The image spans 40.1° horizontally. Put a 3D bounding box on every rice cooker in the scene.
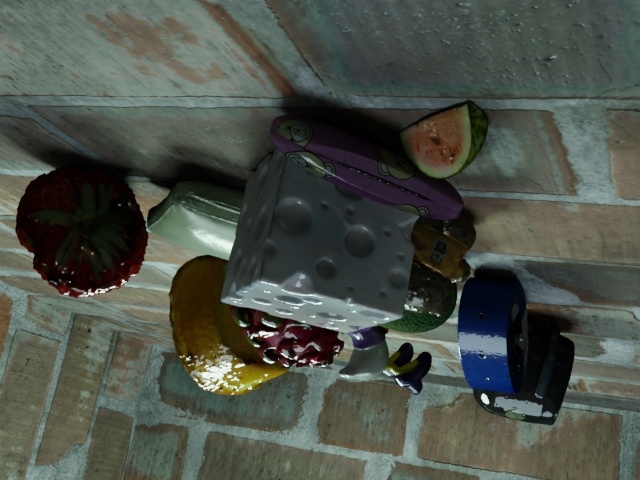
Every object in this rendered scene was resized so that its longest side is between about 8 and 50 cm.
[{"bbox_3d":[0.510,0.325,2.216,0.225,0.267,0.267,17,166,12],"label":"rice cooker"}]

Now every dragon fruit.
[{"bbox_3d":[-0.079,0.162,1.828,0.273,0.198,0.218,8,155,-8],"label":"dragon fruit"}]

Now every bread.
[{"bbox_3d":[-0.192,0.196,2.104,0.204,0.336,0.358,-11,162,36],"label":"bread"}]

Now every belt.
[{"bbox_3d":[0.387,0.210,1.959,0.117,0.212,0.347,3,148,22],"label":"belt"}]

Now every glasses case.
[{"bbox_3d":[0.071,-0.103,1.270,0.316,0.075,0.123,20,-166,-28],"label":"glasses case"}]

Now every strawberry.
[{"bbox_3d":[-0.452,-0.014,1.693,0.261,0.261,0.258,15,162,-16],"label":"strawberry"}]

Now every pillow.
[{"bbox_3d":[-0.157,-0.022,1.688,0.322,0.119,0.255,15,165,-21],"label":"pillow"}]

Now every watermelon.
[{"bbox_3d":[0.185,-0.136,1.201,0.069,0.086,0.163,-23,-175,-29],"label":"watermelon"}]

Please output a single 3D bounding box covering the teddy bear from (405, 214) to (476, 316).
[{"bbox_3d":[0.188,0.034,1.528,0.177,0.190,0.140,20,169,-14],"label":"teddy bear"}]

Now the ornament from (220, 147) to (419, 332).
[{"bbox_3d":[0.000,0.000,1.439,0.240,0.239,0.240,16,163,-17],"label":"ornament"}]

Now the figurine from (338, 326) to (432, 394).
[{"bbox_3d":[0.077,0.211,2.049,0.421,0.193,0.154,48,166,-17],"label":"figurine"}]

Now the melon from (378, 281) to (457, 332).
[{"bbox_3d":[0.167,0.095,1.775,0.288,0.182,0.182,23,161,-35],"label":"melon"}]
